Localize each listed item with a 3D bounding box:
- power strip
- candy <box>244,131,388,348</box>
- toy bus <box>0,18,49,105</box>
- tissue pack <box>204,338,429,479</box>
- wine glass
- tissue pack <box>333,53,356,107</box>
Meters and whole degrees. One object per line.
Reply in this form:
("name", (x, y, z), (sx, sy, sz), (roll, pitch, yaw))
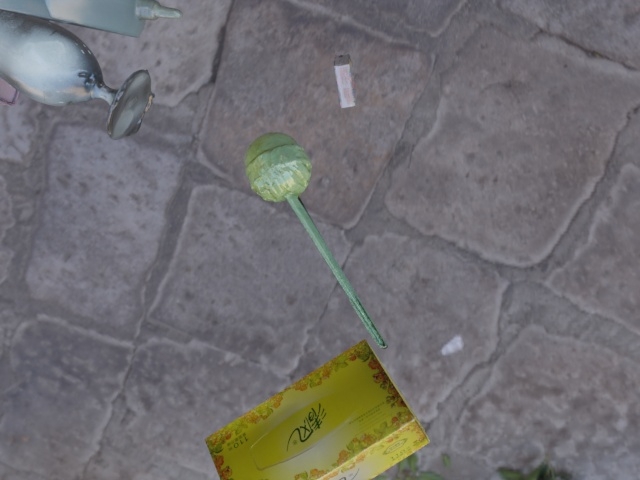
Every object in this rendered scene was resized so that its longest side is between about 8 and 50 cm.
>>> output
("power strip", (-0.237, -0.221, 0.693), (0.253, 0.167, 0.054), (17, 103, 27))
("candy", (0.000, 0.000, 1.050), (0.092, 0.093, 0.335), (-29, 80, -10))
("toy bus", (-0.659, -0.420, 1.653), (0.112, 0.274, 0.090), (7, 165, 32))
("tissue pack", (-0.004, 0.179, 0.701), (0.176, 0.095, 0.062), (-32, 140, 0))
("wine glass", (-0.324, -0.214, 0.970), (0.222, 0.103, 0.103), (28, 122, 5))
("tissue pack", (0.046, -0.295, 1.444), (0.035, 0.063, 0.083), (-8, 121, 7))
